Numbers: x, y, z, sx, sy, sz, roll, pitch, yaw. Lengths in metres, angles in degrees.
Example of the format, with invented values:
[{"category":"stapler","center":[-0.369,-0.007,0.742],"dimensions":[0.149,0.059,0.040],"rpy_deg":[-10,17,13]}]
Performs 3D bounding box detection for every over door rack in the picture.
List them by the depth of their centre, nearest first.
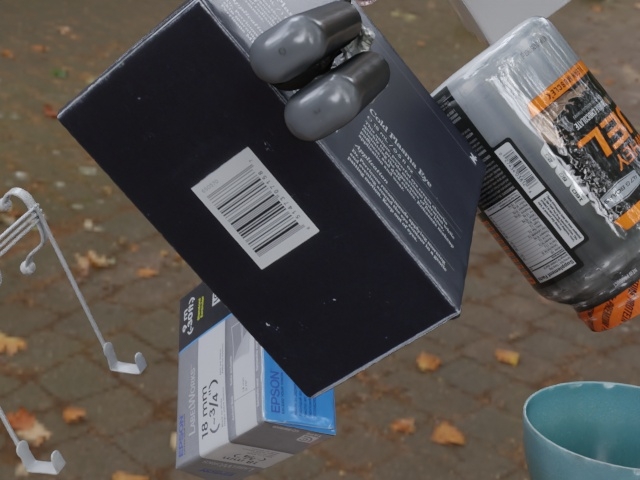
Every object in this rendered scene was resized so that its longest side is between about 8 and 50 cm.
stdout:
[{"category":"over door rack","center":[-0.408,0.126,1.499],"dimensions":[0.108,0.324,0.239],"rpy_deg":[-14,26,34]}]

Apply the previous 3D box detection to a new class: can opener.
[{"category":"can opener","center":[-0.007,-0.109,0.736],"dimensions":[0.095,0.076,0.283],"rpy_deg":[-29,8,16]}]

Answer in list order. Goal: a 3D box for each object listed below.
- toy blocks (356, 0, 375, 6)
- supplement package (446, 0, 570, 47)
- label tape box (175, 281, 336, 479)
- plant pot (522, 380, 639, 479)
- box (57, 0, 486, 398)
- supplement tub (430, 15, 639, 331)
[{"category":"toy blocks","center":[-0.023,-0.439,1.588],"dimensions":[0.289,0.309,0.260],"rpy_deg":[29,-5,-6]},{"category":"supplement package","center":[0.344,-0.487,1.862],"dimensions":[0.293,0.175,0.177],"rpy_deg":[-37,30,5]},{"category":"label tape box","center":[-0.115,0.174,1.424],"dimensions":[0.106,0.334,0.240],"rpy_deg":[14,58,-30]},{"category":"plant pot","center":[0.427,0.349,1.586],"dimensions":[0.290,0.195,0.290],"rpy_deg":[3,16,-1]},{"category":"box","center":[-0.020,-0.089,1.052],"dimensions":[0.343,0.179,0.312],"rpy_deg":[50,27,-13]},{"category":"supplement tub","center":[0.278,-0.073,1.291],"dimensions":[0.338,0.207,0.207],"rpy_deg":[52,26,-1]}]
